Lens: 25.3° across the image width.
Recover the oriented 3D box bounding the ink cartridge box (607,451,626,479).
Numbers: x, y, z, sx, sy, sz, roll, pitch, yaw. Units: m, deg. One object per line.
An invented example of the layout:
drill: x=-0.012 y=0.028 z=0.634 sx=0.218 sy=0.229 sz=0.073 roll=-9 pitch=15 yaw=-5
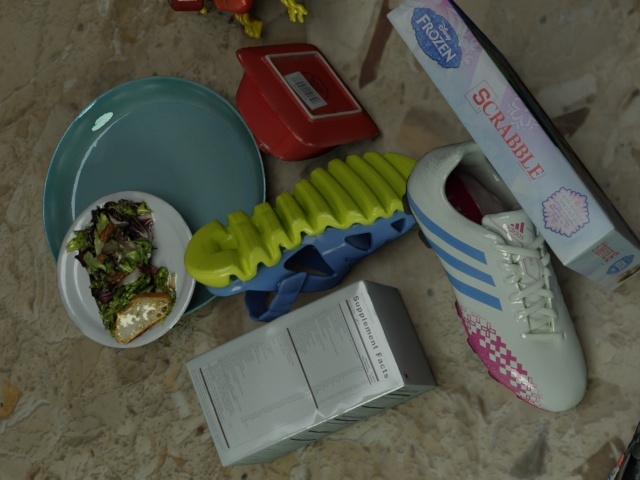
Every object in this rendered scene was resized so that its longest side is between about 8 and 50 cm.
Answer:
ink cartridge box: x=0.357 y=0.270 z=1.593 sx=0.062 sy=0.029 sz=0.115 roll=30 pitch=95 yaw=20

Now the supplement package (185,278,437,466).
supplement package: x=-0.009 y=0.159 z=1.685 sx=0.244 sy=0.134 sz=0.139 roll=-25 pitch=76 yaw=16

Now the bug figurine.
bug figurine: x=-0.066 y=-0.387 z=1.746 sx=0.216 sy=0.072 sz=0.279 roll=27 pitch=107 yaw=59

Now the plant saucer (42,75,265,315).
plant saucer: x=-0.210 y=-0.052 z=1.835 sx=0.317 sy=0.043 sz=0.318 roll=-2 pitch=84 yaw=21

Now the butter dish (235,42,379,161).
butter dish: x=-0.038 y=-0.152 z=1.743 sx=0.118 sy=0.160 sz=0.160 roll=-48 pitch=69 yaw=34

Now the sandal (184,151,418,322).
sandal: x=0.000 y=0.000 z=1.717 sx=0.317 sy=0.138 sz=0.126 roll=-22 pitch=39 yaw=2

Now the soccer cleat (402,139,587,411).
soccer cleat: x=0.208 y=0.039 z=1.581 sx=0.331 sy=0.116 sz=0.143 roll=58 pitch=149 yaw=3

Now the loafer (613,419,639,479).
loafer: x=0.360 y=0.262 z=1.532 sx=0.096 sy=0.084 sz=0.268 roll=28 pitch=93 yaw=20

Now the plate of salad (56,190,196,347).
plate of salad: x=-0.249 y=0.035 z=1.791 sx=0.199 sy=0.048 sz=0.200 roll=-2 pitch=83 yaw=21

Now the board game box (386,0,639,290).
board game box: x=0.224 y=-0.102 z=1.533 sx=0.066 sy=0.318 sz=0.318 roll=-37 pitch=74 yaw=12

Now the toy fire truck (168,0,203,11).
toy fire truck: x=-0.186 y=-0.421 z=1.757 sx=0.169 sy=0.302 sz=0.254 roll=-4 pitch=107 yaw=-11
